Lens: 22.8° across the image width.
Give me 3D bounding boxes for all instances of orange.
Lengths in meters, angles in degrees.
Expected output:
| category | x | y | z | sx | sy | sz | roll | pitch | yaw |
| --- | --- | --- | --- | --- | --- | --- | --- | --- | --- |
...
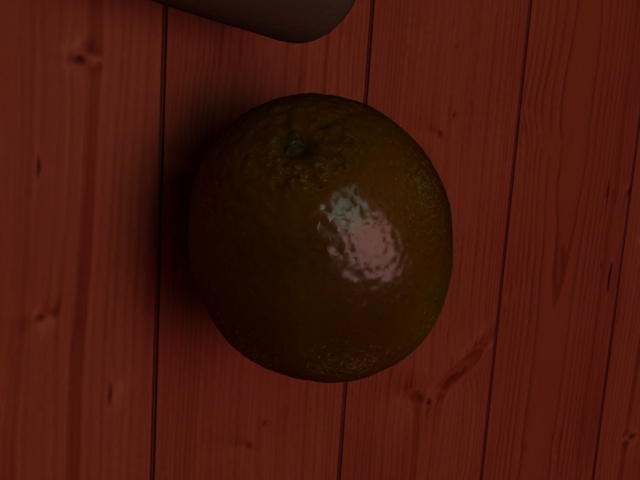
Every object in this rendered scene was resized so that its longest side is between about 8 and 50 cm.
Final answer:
| category | x | y | z | sx | sy | sz | roll | pitch | yaw |
| --- | --- | --- | --- | --- | --- | --- | --- | --- | --- |
| orange | 0.000 | 0.000 | 1.256 | 0.236 | 0.236 | 0.236 | -24 | 123 | -43 |

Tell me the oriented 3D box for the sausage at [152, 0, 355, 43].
| category | x | y | z | sx | sy | sz | roll | pitch | yaw |
| --- | --- | --- | --- | --- | --- | --- | --- | --- | --- |
| sausage | -0.087 | -0.222 | 1.133 | 0.253 | 0.123 | 0.123 | 7 | 100 | -51 |
